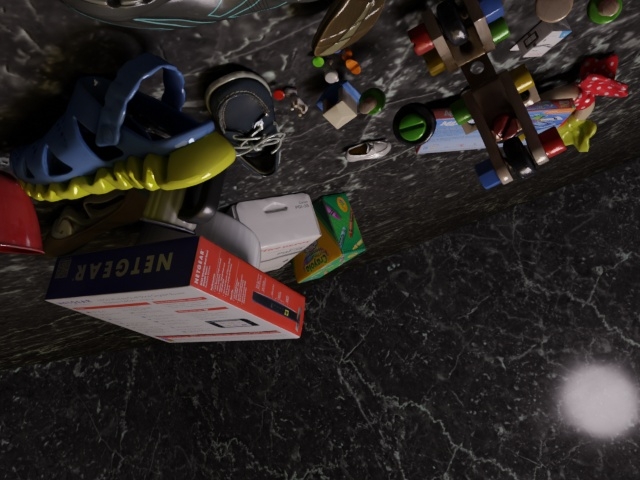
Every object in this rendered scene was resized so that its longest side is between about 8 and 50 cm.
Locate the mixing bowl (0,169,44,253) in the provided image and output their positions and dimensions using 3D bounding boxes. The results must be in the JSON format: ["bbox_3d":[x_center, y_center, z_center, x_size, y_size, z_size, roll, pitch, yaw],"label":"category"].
[{"bbox_3d":[-0.440,-0.041,0.674,0.181,0.098,0.181,4,174,0],"label":"mixing bowl"}]

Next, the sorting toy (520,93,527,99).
[{"bbox_3d":[0.431,-0.299,1.179,0.062,0.012,0.083,-9,169,-25],"label":"sorting toy"}]

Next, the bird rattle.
[{"bbox_3d":[0.525,-0.275,1.150,0.207,0.143,0.253,-15,167,6],"label":"bird rattle"}]

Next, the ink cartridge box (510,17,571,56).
[{"bbox_3d":[0.360,-0.328,0.883,0.048,0.028,0.083,-13,168,-28],"label":"ink cartridge box"}]

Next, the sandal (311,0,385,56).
[{"bbox_3d":[0.036,-0.275,0.571,0.072,0.049,0.180,-19,156,-31],"label":"sandal"}]

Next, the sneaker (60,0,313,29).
[{"bbox_3d":[-0.095,-0.238,0.459,0.267,0.101,0.106,-15,-170,-24],"label":"sneaker"}]

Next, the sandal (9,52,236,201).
[{"bbox_3d":[-0.246,-0.127,0.626,0.317,0.138,0.126,-5,-157,26],"label":"sandal"}]

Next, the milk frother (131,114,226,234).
[{"bbox_3d":[-0.216,-0.090,0.753,0.143,0.135,0.129,19,171,-33],"label":"milk frother"}]

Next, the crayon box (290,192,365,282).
[{"bbox_3d":[0.000,0.000,1.494,0.081,0.165,0.278,-12,167,-32],"label":"crayon box"}]

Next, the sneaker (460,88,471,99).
[{"bbox_3d":[0.290,-0.274,1.037,0.037,0.032,0.083,-35,173,-7],"label":"sneaker"}]

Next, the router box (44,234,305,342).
[{"bbox_3d":[-0.246,0.103,0.954,0.335,0.082,0.301,-7,154,28],"label":"router box"}]

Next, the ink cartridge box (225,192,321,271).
[{"bbox_3d":[-0.156,-0.001,1.352,0.207,0.117,0.283,-12,166,-30],"label":"ink cartridge box"}]

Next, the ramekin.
[{"bbox_3d":[-0.254,0.044,1.109,0.277,0.135,0.277,7,152,4],"label":"ramekin"}]

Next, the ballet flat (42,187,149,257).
[{"bbox_3d":[-0.398,-0.043,0.926,0.232,0.080,0.073,-23,140,8],"label":"ballet flat"}]

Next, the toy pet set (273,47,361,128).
[{"bbox_3d":[0.013,-0.226,0.774,0.122,0.065,0.114,-29,130,30],"label":"toy pet set"}]

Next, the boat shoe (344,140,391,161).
[{"bbox_3d":[0.099,-0.188,1.108,0.100,0.035,0.035,-11,171,-6],"label":"boat shoe"}]

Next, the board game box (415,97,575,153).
[{"bbox_3d":[0.344,-0.228,1.084,0.281,0.027,0.145,-5,164,-5],"label":"board game box"}]

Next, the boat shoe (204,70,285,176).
[{"bbox_3d":[-0.104,-0.159,0.788,0.095,0.079,0.254,-19,169,-5],"label":"boat shoe"}]

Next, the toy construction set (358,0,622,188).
[{"bbox_3d":[0.256,-0.251,0.750,0.309,0.257,0.237,-53,179,29],"label":"toy construction set"}]
